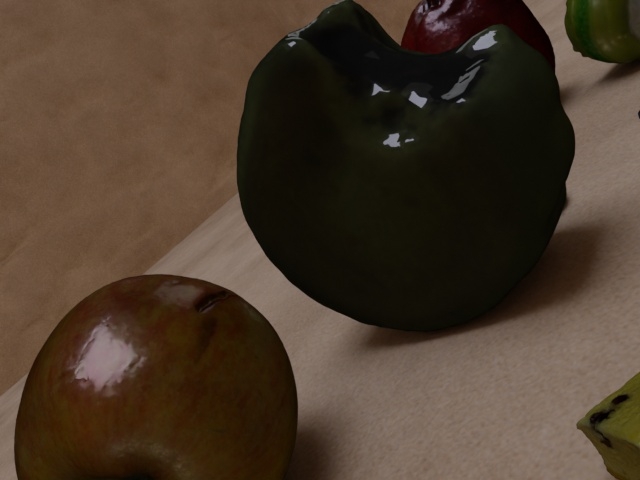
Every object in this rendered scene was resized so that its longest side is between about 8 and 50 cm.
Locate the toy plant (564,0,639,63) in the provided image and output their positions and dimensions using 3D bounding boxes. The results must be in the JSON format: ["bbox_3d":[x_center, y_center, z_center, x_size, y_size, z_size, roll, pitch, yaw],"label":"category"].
[{"bbox_3d":[0.533,-0.355,0.921,0.224,0.184,0.316,-45,31,-13],"label":"toy plant"}]

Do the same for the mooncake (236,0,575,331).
[{"bbox_3d":[0.083,-0.074,0.684,0.351,0.351,0.187,-24,17,41],"label":"mooncake"}]

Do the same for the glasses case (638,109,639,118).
[{"bbox_3d":[0.420,-0.162,0.773,0.033,0.023,0.083,-38,14,0],"label":"glasses case"}]

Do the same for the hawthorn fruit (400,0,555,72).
[{"bbox_3d":[0.258,-0.322,1.125,0.265,0.307,0.265,-35,20,15],"label":"hawthorn fruit"}]

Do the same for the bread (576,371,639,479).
[{"bbox_3d":[0.253,0.055,0.353,0.226,0.049,0.088,-37,-8,-5],"label":"bread"}]

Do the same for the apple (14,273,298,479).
[{"bbox_3d":[-0.146,0.167,0.586,0.264,0.264,0.264,-34,13,9],"label":"apple"}]
